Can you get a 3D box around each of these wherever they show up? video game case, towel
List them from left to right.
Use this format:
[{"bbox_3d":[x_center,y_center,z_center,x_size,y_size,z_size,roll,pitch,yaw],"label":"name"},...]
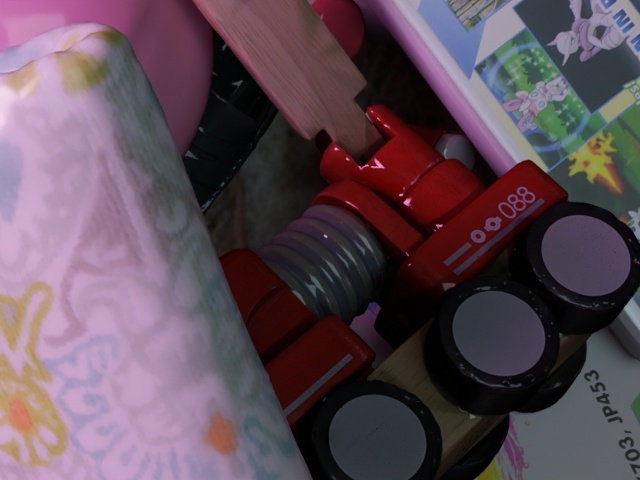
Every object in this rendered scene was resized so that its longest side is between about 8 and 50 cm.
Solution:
[{"bbox_3d":[-0.183,0.090,0.751,0.320,0.374,0.090,67,31,-25],"label":"towel"},{"bbox_3d":[0.184,-0.156,0.909,0.300,0.036,0.329,-38,94,-9],"label":"video game case"}]

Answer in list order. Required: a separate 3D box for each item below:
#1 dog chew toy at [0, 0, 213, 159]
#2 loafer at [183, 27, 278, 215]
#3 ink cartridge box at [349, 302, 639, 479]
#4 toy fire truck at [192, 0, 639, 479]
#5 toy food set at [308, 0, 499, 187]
[{"bbox_3d":[-0.207,-0.133,0.827,0.332,0.206,0.206,39,74,-32],"label":"dog chew toy"},{"bbox_3d":[-0.070,-0.068,0.963,0.076,0.078,0.223,36,76,-12],"label":"loafer"},{"bbox_3d":[0.040,0.118,0.925,0.353,0.119,0.207,-17,63,-18],"label":"ink cartridge box"},{"bbox_3d":[0.000,0.000,0.821,0.246,0.158,0.217,44,62,15],"label":"toy fire truck"},{"bbox_3d":[0.058,-0.090,0.945,0.232,0.104,0.111,48,65,-34],"label":"toy food set"}]
